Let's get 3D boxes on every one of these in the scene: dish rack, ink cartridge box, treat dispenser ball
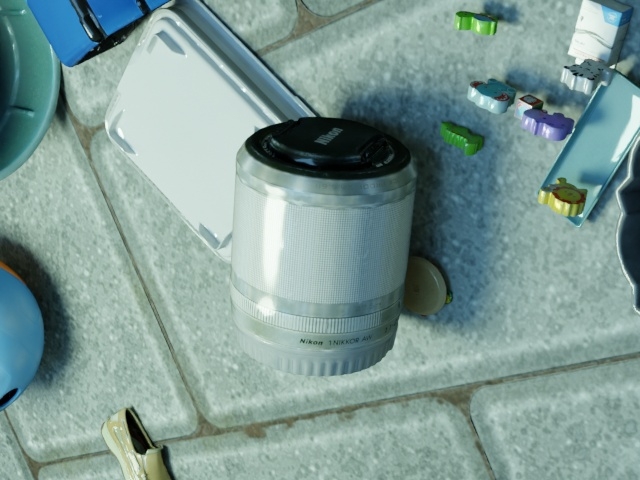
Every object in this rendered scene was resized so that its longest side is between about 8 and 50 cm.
[{"bbox_3d":[-0.161,-0.139,1.802,0.333,0.072,0.285,47,132,15],"label":"dish rack"},{"bbox_3d":[0.297,-0.216,1.416,0.048,0.028,0.083,29,126,27],"label":"ink cartridge box"},{"bbox_3d":[-0.595,0.156,2.140,0.288,0.288,0.288,17,119,33],"label":"treat dispenser ball"}]

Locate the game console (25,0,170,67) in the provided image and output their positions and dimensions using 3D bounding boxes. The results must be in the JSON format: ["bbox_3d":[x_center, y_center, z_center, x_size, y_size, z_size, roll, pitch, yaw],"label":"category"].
[{"bbox_3d":[-0.323,-0.413,1.766,0.250,0.173,0.293,-29,97,5],"label":"game console"}]

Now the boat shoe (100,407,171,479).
[{"bbox_3d":[-0.282,0.356,2.129,0.072,0.068,0.190,-41,81,31],"label":"boat shoe"}]

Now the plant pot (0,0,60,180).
[{"bbox_3d":[-0.623,-0.260,1.973,0.334,0.341,0.341,13,118,45],"label":"plant pot"}]

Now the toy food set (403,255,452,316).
[{"bbox_3d":[0.127,0.058,1.685,0.083,0.020,0.083,-14,100,42],"label":"toy food set"}]

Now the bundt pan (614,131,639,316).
[{"bbox_3d":[0.453,-0.004,1.286,0.330,0.124,0.331,24,121,48],"label":"bundt pan"}]

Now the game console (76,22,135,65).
[{"bbox_3d":[-0.334,-0.332,1.838,0.124,0.085,0.144,-25,92,4],"label":"game console"}]

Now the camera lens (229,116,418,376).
[{"bbox_3d":[0.000,0.000,1.620,0.219,0.219,0.274,20,118,31],"label":"camera lens"}]

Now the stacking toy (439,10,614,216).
[{"bbox_3d":[0.219,-0.145,1.474,0.221,0.052,0.167,33,132,36],"label":"stacking toy"}]

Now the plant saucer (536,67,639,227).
[{"bbox_3d":[0.306,-0.101,1.462,0.067,0.018,0.192,41,133,19],"label":"plant saucer"}]
